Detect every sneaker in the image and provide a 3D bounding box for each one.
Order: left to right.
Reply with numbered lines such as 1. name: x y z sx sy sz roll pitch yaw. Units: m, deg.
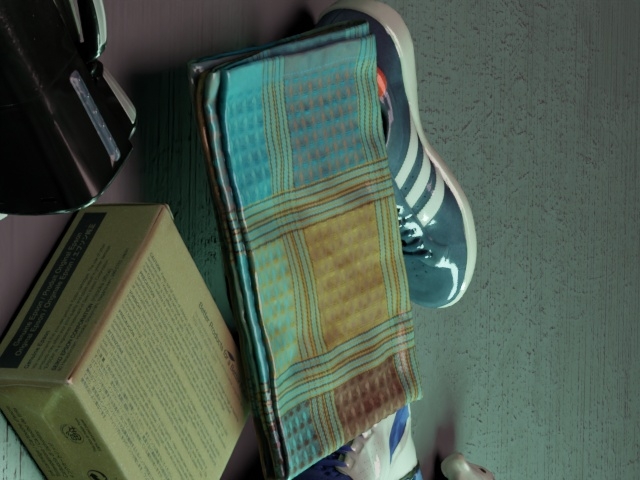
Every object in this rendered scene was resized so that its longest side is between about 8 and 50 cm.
1. sneaker: 0.012 0.194 1.875 0.315 0.127 0.182 -14 101 -68
2. sneaker: 0.048 -0.058 1.919 0.148 0.131 0.350 -50 128 -44

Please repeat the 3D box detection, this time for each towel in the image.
1. towel: 0.000 0.000 1.723 0.271 0.040 0.370 -25 108 -55

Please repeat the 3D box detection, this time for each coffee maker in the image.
1. coffee maker: -0.216 -0.104 1.282 0.171 0.120 0.178 -41 128 -25

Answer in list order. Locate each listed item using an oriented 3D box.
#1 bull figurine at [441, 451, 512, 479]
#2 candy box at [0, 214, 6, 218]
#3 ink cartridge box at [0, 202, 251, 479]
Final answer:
1. bull figurine: 0.154 0.396 2.168 0.188 0.101 0.310 3 87 -58
2. candy box: -0.292 -0.072 1.312 0.196 0.070 0.164 -37 123 -56
3. ink cartridge box: -0.155 0.117 1.570 0.193 0.088 0.234 -65 144 -39
